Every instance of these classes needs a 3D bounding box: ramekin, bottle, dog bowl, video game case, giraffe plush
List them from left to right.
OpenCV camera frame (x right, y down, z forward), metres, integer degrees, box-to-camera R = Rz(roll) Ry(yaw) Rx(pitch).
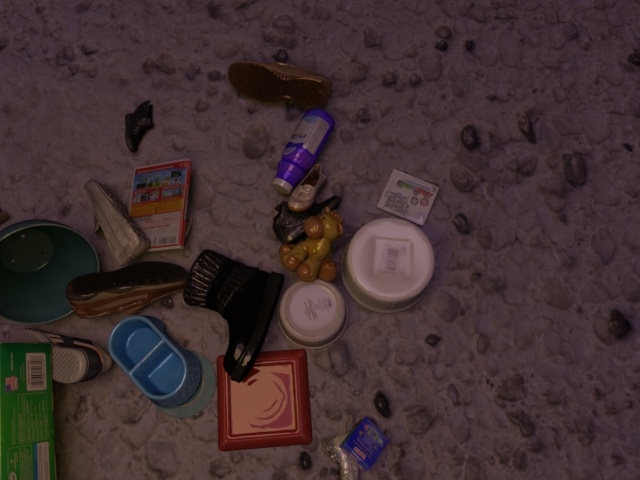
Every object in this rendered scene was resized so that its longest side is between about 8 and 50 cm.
[{"bbox_3d":[-0.466,0.324,1.394,0.297,0.074,0.166,40,77,19],"label":"dog bowl"},{"bbox_3d":[-0.493,-0.102,1.533,0.204,0.025,0.284,-5,72,20],"label":"video game case"},{"bbox_3d":[-0.060,-0.277,1.579,0.092,0.118,0.282,38,72,-32],"label":"bottle"},{"bbox_3d":[-0.023,0.201,1.437,0.207,0.109,0.207,0,72,0],"label":"ramekin"},{"bbox_3d":[0.000,0.000,1.427,0.181,0.170,0.210,35,30,30],"label":"giraffe plush"},{"bbox_3d":[0.197,0.066,1.467,0.278,0.135,0.277,0,73,0],"label":"ramekin"},{"bbox_3d":[0.275,-0.135,1.589,0.157,0.019,0.143,24,74,6],"label":"video game case"}]

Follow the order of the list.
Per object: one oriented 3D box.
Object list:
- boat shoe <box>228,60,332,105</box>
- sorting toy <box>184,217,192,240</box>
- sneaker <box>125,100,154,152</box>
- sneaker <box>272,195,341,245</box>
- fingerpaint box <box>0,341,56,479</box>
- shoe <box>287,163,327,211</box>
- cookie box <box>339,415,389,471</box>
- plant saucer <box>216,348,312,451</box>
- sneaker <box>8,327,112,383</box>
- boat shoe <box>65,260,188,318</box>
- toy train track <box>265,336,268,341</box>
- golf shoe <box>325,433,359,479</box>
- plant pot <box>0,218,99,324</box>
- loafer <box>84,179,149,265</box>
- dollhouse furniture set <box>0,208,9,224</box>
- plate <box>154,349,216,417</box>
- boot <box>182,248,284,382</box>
[{"bbox_3d":[-0.131,-0.522,1.667,0.342,0.121,0.110,14,36,1],"label":"boat shoe"},{"bbox_3d":[-0.427,-0.043,1.545,0.083,0.044,0.075,8,60,14],"label":"sorting toy"},{"bbox_3d":[-0.581,-0.368,1.636,0.089,0.051,0.170,-11,70,1],"label":"sneaker"},{"bbox_3d":[-0.051,-0.091,1.537,0.228,0.087,0.130,-35,81,-7],"label":"sneaker"},{"bbox_3d":[-0.858,0.506,1.247,0.371,0.163,0.444,-16,73,17],"label":"fingerpaint box"},{"bbox_3d":[-0.040,-0.160,1.518,0.077,0.058,0.219,13,38,17],"label":"shoe"},{"bbox_3d":[0.117,0.539,1.344,0.092,0.040,0.107,44,44,10],"label":"cookie box"},{"bbox_3d":[-0.159,0.437,1.396,0.259,0.047,0.258,-4,74,-2],"label":"plant saucer"},{"bbox_3d":[-0.719,0.323,1.395,0.321,0.127,0.126,10,86,27],"label":"sneaker"},{"bbox_3d":[-0.545,0.146,1.449,0.324,0.119,0.122,-8,36,-20],"label":"boat shoe"},{"bbox_3d":[-0.177,0.256,1.468,0.048,0.014,0.083,-32,77,-10],"label":"toy train track"},{"bbox_3d":[0.084,0.600,1.340,0.086,0.069,0.176,-23,76,-14],"label":"golf shoe"},{"bbox_3d":[-0.800,0.061,1.411,0.290,0.290,0.195,-49,45,-13],"label":"plant pot"},{"bbox_3d":[-0.628,-0.059,1.499,0.111,0.112,0.319,-42,62,-1],"label":"loafer"},{"bbox_3d":[-1.046,-0.133,1.502,0.101,0.161,0.182,-37,78,-11],"label":"dollhouse furniture set"},{"bbox_3d":[-0.388,0.400,1.417,0.188,0.024,0.188,0,73,-1],"label":"plate"},{"bbox_3d":[-0.269,0.202,1.405,0.260,0.131,0.347,16,54,2],"label":"boot"}]
